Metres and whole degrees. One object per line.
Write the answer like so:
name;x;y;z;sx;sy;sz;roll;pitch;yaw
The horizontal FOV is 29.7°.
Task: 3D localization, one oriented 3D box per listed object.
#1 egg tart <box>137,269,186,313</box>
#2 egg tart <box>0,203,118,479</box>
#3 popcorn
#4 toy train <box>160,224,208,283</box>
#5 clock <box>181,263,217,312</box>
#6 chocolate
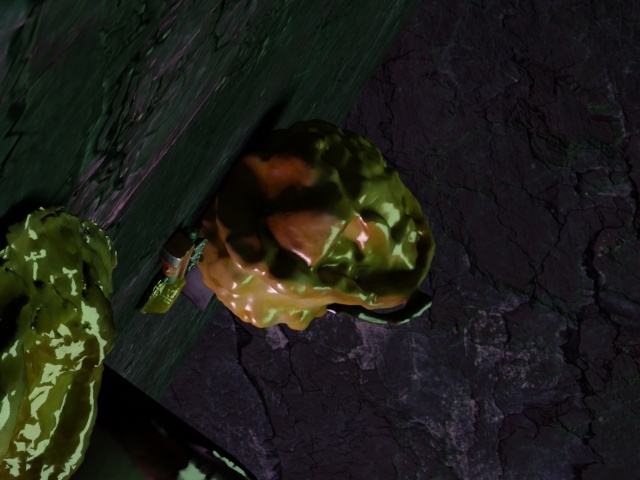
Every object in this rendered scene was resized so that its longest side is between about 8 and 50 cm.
egg tart;-0.230;0.074;1.789;0.105;0.039;0.105;-57;180;0
egg tart;-0.227;0.112;0.871;0.297;0.132;0.297;-60;175;-8
popcorn;0.000;0.000;1.836;0.349;0.381;0.349;-45;161;-20
toy train;-0.195;0.023;1.670;0.064;0.044;0.103;-51;175;-33
clock;-0.147;-0.013;2.215;0.319;0.066;0.319;-56;179;-1
chocolate;-0.238;0.269;1.411;0.186;0.283;0.283;-54;179;-8
